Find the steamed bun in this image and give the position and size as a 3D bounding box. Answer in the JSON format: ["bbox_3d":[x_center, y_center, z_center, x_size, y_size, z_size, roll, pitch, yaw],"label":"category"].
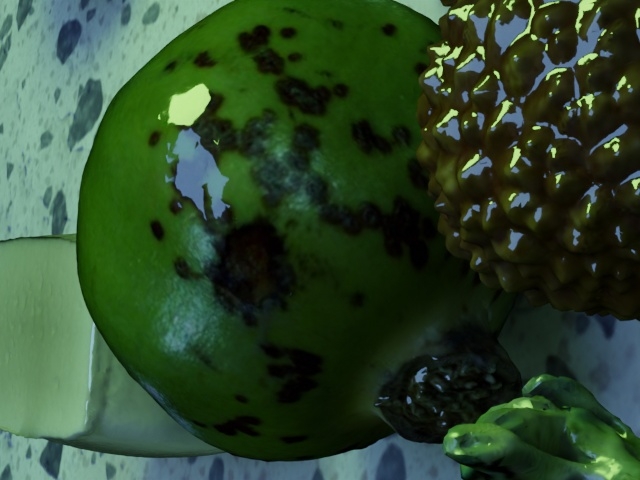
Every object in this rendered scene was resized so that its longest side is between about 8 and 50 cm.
[{"bbox_3d":[-0.123,0.068,0.986,0.242,0.164,0.146,-2,81,56],"label":"steamed bun"}]

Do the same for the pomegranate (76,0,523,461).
[{"bbox_3d":[0.000,0.000,0.754,0.270,0.254,0.254,46,121,36],"label":"pomegranate"}]

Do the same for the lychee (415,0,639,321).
[{"bbox_3d":[0.145,-0.070,0.585,0.238,0.200,0.200,-34,39,-4],"label":"lychee"}]

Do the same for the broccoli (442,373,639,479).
[{"bbox_3d":[0.138,0.098,0.496,0.198,0.177,0.275,43,161,30],"label":"broccoli"}]

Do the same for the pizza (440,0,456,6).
[{"bbox_3d":[0.099,-0.213,0.793,0.226,0.086,0.335,-41,50,43],"label":"pizza"}]
